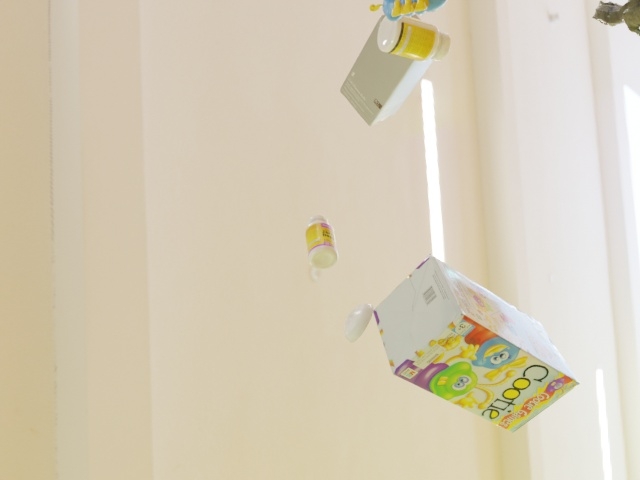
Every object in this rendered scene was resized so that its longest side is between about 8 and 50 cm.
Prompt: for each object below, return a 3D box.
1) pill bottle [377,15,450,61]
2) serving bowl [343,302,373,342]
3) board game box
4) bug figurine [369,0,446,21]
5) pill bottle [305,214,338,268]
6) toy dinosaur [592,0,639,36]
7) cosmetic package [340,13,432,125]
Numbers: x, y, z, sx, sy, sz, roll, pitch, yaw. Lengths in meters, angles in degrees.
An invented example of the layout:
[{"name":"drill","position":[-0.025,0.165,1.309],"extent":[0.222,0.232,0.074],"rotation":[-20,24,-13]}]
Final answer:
[{"name":"pill bottle","position":[0.162,-0.344,0.939],"extent":[0.116,0.065,0.065],"rotation":[5,-99,-24]},{"name":"serving bowl","position":[0.069,0.155,1.064],"extent":[0.027,0.083,0.083],"rotation":[31,-121,-7]},{"name":"board game box","position":[0.241,0.167,0.865],"extent":[0.275,0.142,0.144],"rotation":[30,-155,-26]},{"name":"bug figurine","position":[0.180,-0.398,0.707],"extent":[0.072,0.216,0.279],"rotation":[30,-111,-56]},{"name":"pill bottle","position":[0.000,0.000,0.815],"extent":[0.043,0.043,0.083],"rotation":[41,-155,-36]},{"name":"toy dinosaur","position":[0.438,-0.275,0.647],"extent":[0.118,0.268,0.064],"rotation":[25,-90,-13]},{"name":"cosmetic package","position":[0.154,-0.388,1.242],"extent":[0.107,0.238,0.127],"rotation":[-31,-104,-29]}]
